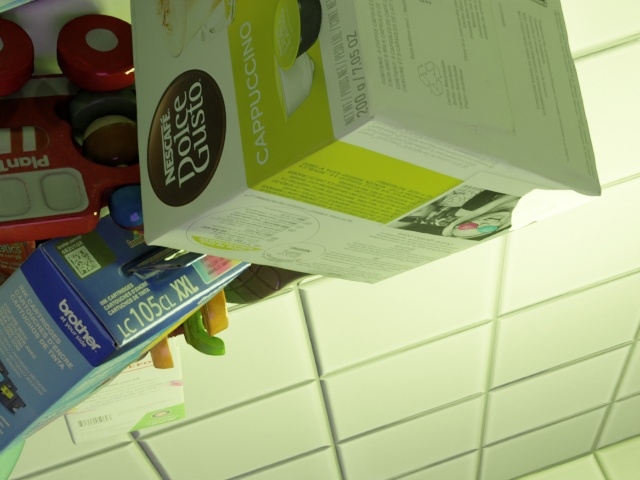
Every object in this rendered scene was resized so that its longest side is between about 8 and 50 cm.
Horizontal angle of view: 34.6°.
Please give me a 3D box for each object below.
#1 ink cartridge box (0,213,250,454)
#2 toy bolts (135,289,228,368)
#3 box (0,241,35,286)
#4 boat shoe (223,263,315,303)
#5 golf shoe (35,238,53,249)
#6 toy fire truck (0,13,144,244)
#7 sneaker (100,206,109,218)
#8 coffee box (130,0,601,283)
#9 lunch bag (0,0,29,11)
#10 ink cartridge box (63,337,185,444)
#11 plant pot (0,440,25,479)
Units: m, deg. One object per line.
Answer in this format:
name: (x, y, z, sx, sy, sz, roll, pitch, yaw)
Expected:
ink cartridge box: (-0.271, 0.082, 1.247, 0.395, 0.151, 0.270, -41, 176, 36)
toy bolts: (-0.233, 0.062, 1.444, 0.159, 0.228, 0.218, -13, 169, -13)
box: (-0.511, 0.064, 1.381, 0.257, 0.128, 0.123, -34, 139, 20)
boat shoe: (-0.048, 0.009, 1.522, 0.355, 0.132, 0.130, -11, -173, 38)
golf shoe: (-0.426, 0.031, 1.468, 0.186, 0.067, 0.086, -18, 115, 7)
toy fire truck: (-0.291, -0.105, 1.140, 0.302, 0.253, 0.169, -6, 146, -22)
sneaker: (-0.198, -0.065, 1.361, 0.270, 0.145, 0.090, -32, 147, 19)
coffee box: (0.031, -0.173, 1.074, 0.338, 0.337, 0.334, 11, 154, -42)
lunch bag: (-0.362, -0.294, 0.948, 0.279, 0.107, 0.224, -19, 154, -1)
ink cartridge box: (-0.341, 0.198, 1.705, 0.207, 0.119, 0.353, -12, 149, -13)
plant pot: (-0.554, 0.256, 1.564, 0.195, 0.290, 0.290, -44, 164, -35)
